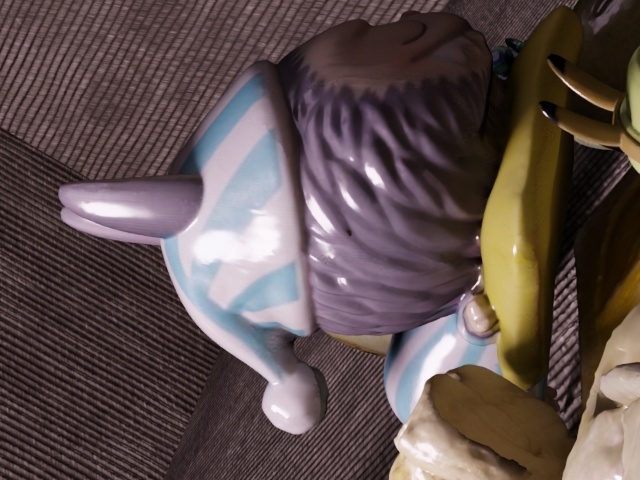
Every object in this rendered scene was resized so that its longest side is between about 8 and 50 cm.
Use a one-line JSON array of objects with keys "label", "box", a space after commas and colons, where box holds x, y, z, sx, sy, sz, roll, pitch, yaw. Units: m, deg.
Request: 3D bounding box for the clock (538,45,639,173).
[{"label": "clock", "box": [0.252, -0.084, 0.947, 0.170, 0.232, 0.069, -70, -24, -57]}]

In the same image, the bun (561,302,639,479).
[{"label": "bun", "box": [0.198, 0.111, 0.580, 0.361, 0.213, 0.361, -61, 7, 12]}]

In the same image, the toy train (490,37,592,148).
[{"label": "toy train", "box": [0.237, -0.149, 1.586, 0.099, 0.172, 0.070, 37, 99, 43]}]

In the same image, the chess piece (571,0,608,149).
[{"label": "chess piece", "box": [0.288, -0.195, 1.500, 0.144, 0.144, 0.251, -56, 4, 25]}]

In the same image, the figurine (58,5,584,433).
[{"label": "figurine", "box": [0.000, 0.000, 1.167, 0.266, 0.378, 0.361, -65, -22, -53]}]

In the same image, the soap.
[{"label": "soap", "box": [0.253, 0.026, 1.025, 0.199, 0.091, 0.315, -57, 7, 29]}]

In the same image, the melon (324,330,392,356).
[{"label": "melon", "box": [0.102, -0.023, 1.532, 0.268, 0.268, 0.330, -55, -12, 30]}]

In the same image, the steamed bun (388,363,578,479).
[{"label": "steamed bun", "box": [0.121, 0.167, 0.994, 0.106, 0.177, 0.192, -58, 0, 18]}]

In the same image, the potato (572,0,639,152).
[{"label": "potato", "box": [0.282, -0.159, 1.185, 0.178, 0.160, 0.235, -26, -22, -45]}]
